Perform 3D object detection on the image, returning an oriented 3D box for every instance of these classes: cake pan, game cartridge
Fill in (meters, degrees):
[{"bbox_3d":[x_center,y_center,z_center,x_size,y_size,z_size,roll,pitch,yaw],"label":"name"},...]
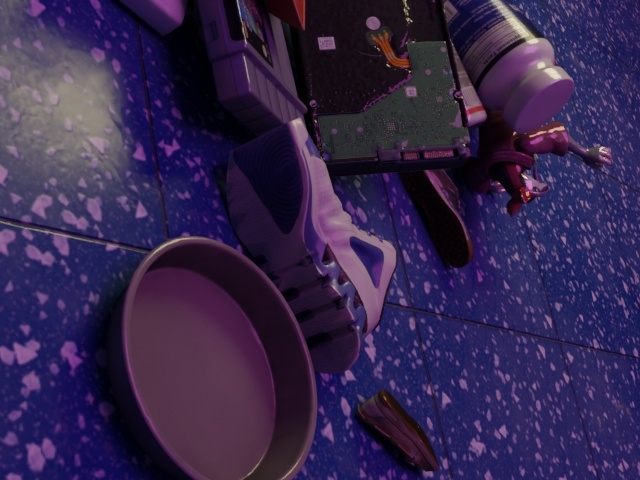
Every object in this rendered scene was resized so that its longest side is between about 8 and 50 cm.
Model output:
[{"bbox_3d":[-0.117,0.140,1.094,0.293,0.054,0.293,33,43,-39],"label":"cake pan"},{"bbox_3d":[-0.101,-0.308,1.351,0.230,0.068,0.355,45,30,-69],"label":"game cartridge"}]

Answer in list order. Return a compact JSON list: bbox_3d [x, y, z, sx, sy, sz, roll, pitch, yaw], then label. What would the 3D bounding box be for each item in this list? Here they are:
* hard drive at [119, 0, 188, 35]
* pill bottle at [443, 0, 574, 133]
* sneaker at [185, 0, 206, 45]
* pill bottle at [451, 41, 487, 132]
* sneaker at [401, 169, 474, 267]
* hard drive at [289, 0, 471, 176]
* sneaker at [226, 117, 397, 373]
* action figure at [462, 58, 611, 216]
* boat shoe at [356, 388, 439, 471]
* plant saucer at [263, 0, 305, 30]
[{"bbox_3d":[-0.297,-0.442,1.242,0.353,0.047,0.233,37,41,-35],"label":"hard drive"},{"bbox_3d":[0.296,-0.315,1.697,0.153,0.153,0.264,1,48,-54],"label":"pill bottle"},{"bbox_3d":[-0.148,-0.298,1.358,0.109,0.044,0.040,53,33,-20],"label":"sneaker"},{"bbox_3d":[0.142,-0.289,1.649,0.161,0.161,0.283,-21,85,-57],"label":"pill bottle"},{"bbox_3d":[0.211,-0.053,1.674,0.086,0.064,0.192,-28,89,-52],"label":"sneaker"},{"bbox_3d":[0.081,-0.264,1.499,0.237,0.064,0.338,-6,72,-12],"label":"hard drive"},{"bbox_3d":[0.001,0.001,1.307,0.182,0.127,0.315,-24,95,-61],"label":"sneaker"},{"bbox_3d":[0.338,-0.211,1.795,0.276,0.248,0.370,37,38,-34],"label":"action figure"},{"bbox_3d":[0.106,0.261,1.342,0.153,0.048,0.056,50,11,-32],"label":"boat shoe"},{"bbox_3d":[-0.079,-0.446,1.348,0.258,0.048,0.259,-91,163,-48],"label":"plant saucer"}]
